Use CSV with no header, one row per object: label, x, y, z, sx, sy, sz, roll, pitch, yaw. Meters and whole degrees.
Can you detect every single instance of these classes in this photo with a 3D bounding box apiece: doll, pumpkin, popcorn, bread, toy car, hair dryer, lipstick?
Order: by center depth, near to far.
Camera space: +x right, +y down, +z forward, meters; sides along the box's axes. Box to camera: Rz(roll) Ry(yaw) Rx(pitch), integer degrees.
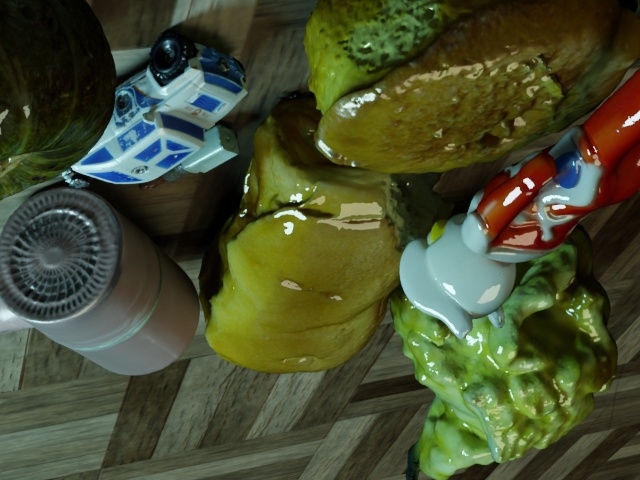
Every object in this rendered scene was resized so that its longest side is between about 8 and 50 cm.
pumpkin,-0.245,-0.104,1.083,0.219,0.162,0.219,-32,178,-1
bread,0.114,-0.144,1.251,0.268,0.146,0.268,-15,160,-6
toy car,-0.138,-0.094,1.269,0.170,0.070,0.080,-30,154,25
doll,0.195,-0.041,1.287,0.188,0.099,0.384,-11,155,-44
lipstick,-0.119,-0.067,1.400,0.107,0.025,0.025,-27,156,31
hair dryer,-0.306,0.067,1.482,0.352,0.125,0.210,-12,159,12
bread,-0.001,0.005,1.485,0.195,0.149,0.344,-9,155,-21
popcorn,0.194,0.105,1.702,0.237,0.293,0.293,-3,158,10

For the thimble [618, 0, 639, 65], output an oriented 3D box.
thimble,0.276,-0.199,1.291,0.090,0.102,0.115,-13,163,-13
